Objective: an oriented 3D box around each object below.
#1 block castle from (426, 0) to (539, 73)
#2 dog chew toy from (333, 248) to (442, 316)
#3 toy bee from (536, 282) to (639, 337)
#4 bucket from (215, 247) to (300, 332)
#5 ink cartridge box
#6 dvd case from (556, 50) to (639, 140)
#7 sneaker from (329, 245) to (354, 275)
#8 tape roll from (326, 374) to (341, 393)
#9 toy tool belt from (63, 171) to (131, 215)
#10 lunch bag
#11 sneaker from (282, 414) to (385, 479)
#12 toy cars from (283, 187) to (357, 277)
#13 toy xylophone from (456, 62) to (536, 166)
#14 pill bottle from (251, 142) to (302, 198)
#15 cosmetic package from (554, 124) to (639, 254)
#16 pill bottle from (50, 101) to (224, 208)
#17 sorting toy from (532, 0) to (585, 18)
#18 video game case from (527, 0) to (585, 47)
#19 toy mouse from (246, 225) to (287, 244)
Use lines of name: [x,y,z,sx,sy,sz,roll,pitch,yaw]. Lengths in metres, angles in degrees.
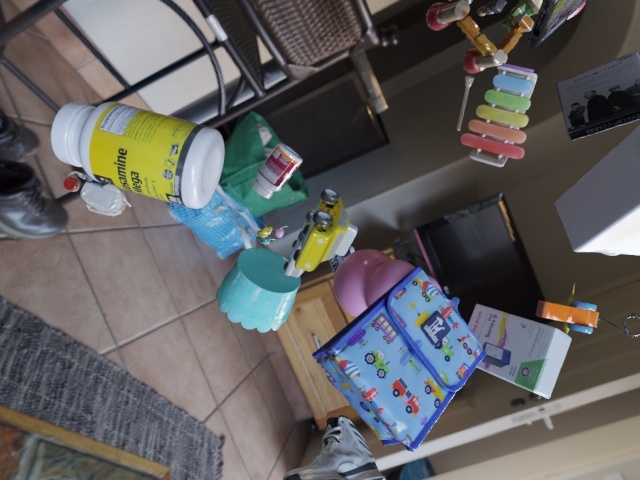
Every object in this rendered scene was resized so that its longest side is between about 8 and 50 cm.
block castle: [0.595,-0.835,1.508,0.303,0.453,0.213,36,4,-24]
dog chew toy: [0.192,0.138,1.245,0.332,0.206,0.206,12,-40,48]
toy bee: [0.848,0.260,1.473,0.299,0.195,0.162,32,0,6]
bucket: [-0.215,0.168,1.603,0.282,0.183,0.281,23,29,-14]
ink cartridge box: [0.464,0.262,1.090,0.093,0.154,0.213,28,-7,-35]
dvd case: [0.656,-0.336,1.029,0.029,0.180,0.238,51,39,-31]
sneaker: [0.059,0.084,1.801,0.153,0.101,0.268,37,32,-23]
tape roll: [0.119,0.520,1.621,0.189,0.080,0.189,38,-2,1]
toy tool belt: [-0.324,-0.067,0.653,0.084,0.052,0.051,21,-1,-5]
lunch bag: [0.173,0.209,0.865,0.221,0.293,0.138,51,-25,5]
sneaker: [0.014,0.756,1.559,0.448,0.169,0.257,22,29,-42]
toy cars: [0.000,0.000,0.905,0.087,0.176,0.394,25,-10,-5]
toy xylophone: [0.555,-0.405,1.435,0.081,0.237,0.322,-42,139,-46]
pill bottle: [-0.129,-0.199,1.292,0.086,0.152,0.086,37,16,-12]
cosmetic package: [0.713,-0.122,0.922,0.385,0.218,0.156,116,-25,-57]
pill bottle: [-0.405,-0.200,1.008,0.188,0.335,0.187,15,90,-88]
sorting toy: [0.669,-0.698,1.141,0.256,0.257,0.089,12,59,-43]
video game case: [0.584,-0.574,0.963,0.035,0.275,0.248,49,15,9]
toy mouse: [-0.201,-0.015,1.808,0.143,0.161,0.031,67,6,-67]
